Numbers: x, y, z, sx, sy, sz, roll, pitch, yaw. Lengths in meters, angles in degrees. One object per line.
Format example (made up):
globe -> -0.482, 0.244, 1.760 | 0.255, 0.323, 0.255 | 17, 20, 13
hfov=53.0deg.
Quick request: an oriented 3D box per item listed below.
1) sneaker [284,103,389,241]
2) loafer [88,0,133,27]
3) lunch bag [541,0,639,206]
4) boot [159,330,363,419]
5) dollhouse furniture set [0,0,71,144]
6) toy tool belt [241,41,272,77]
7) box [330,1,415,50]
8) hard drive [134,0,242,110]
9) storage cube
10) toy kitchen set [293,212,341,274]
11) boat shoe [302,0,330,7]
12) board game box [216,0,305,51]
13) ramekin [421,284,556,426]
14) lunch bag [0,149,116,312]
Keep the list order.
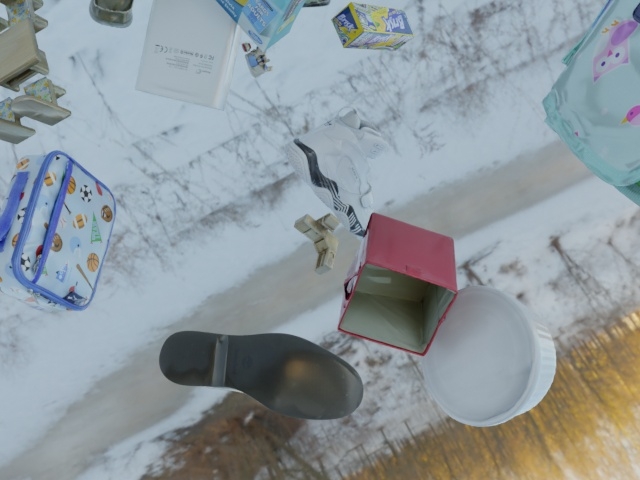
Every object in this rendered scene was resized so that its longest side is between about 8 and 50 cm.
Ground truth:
sneaker -> 0.095, -0.156, 1.564 | 0.210, 0.137, 0.366 | -39, 121, 9
loafer -> -0.448, -0.553, 1.390 | 0.094, 0.251, 0.087 | 4, 140, -20
lunch bag -> 0.280, -0.098, 0.360 | 0.160, 0.262, 0.223 | -17, 143, -44
boot -> -0.078, 0.194, 0.964 | 0.305, 0.113, 0.115 | 10, 169, 15
dollhouse furniture set -> -0.539, -0.260, 0.970 | 0.242, 0.212, 0.161 | -22, 166, 18
toy tool belt -> -0.137, -0.401, 1.404 | 0.051, 0.052, 0.083 | -26, 130, -10
box -> 0.097, -0.379, 1.145 | 0.054, 0.059, 0.168 | -27, 173, 40
hard drive -> -0.253, -0.434, 1.292 | 0.040, 0.202, 0.308 | -3, 109, -71
storage cube -> 0.155, 0.085, 1.312 | 0.193, 0.214, 0.184 | -76, -176, -57
toy kitchen set -> 0.000, 0.000, 1.141 | 0.083, 0.075, 0.068 | 39, 134, -26
boat shoe -> -0.052, -0.510, 1.347 | 0.152, 0.056, 0.049 | 9, 155, 18
board game box -> -0.114, -0.504, 1.056 | 0.079, 0.254, 0.336 | -46, -175, -23
ramekin -> 0.345, 0.235, 1.297 | 0.127, 0.273, 0.273 | 14, 135, -41
lunch bag -> -0.529, -0.011, 1.267 | 0.114, 0.304, 0.243 | -4, 153, 17
